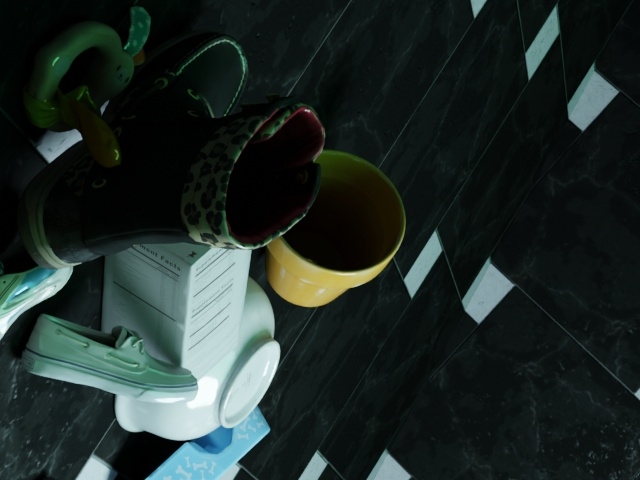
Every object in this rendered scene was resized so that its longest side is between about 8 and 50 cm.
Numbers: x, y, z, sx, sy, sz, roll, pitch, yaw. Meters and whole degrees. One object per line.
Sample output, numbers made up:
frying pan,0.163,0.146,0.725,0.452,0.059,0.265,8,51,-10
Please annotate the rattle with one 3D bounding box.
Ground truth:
rattle,-0.202,-0.165,1.654,0.200,0.143,0.130,-23,123,-52

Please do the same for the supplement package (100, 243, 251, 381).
supplement package,-0.181,0.052,1.994,0.134,0.139,0.244,-42,154,-40

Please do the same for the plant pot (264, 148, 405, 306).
plant pot,0.000,0.000,2.328,0.205,0.205,0.188,-49,173,-32

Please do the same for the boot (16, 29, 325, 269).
boot,-0.116,-0.106,1.682,0.377,0.284,0.138,-49,125,-40

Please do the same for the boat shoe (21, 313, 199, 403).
boat shoe,-0.243,0.141,1.906,0.226,0.083,0.076,13,98,-29

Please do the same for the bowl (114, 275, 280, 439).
bowl,-0.150,0.173,2.251,0.298,0.134,0.298,-50,158,-30

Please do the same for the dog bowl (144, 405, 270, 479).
dog bowl,-0.184,0.337,2.388,0.166,0.074,0.297,-45,176,42

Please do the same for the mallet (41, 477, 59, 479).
mallet,-0.403,0.375,2.053,0.190,0.039,0.062,-34,149,-45

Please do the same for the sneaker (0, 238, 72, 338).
sneaker,-0.362,0.072,1.679,0.237,0.085,0.086,-48,132,-26
